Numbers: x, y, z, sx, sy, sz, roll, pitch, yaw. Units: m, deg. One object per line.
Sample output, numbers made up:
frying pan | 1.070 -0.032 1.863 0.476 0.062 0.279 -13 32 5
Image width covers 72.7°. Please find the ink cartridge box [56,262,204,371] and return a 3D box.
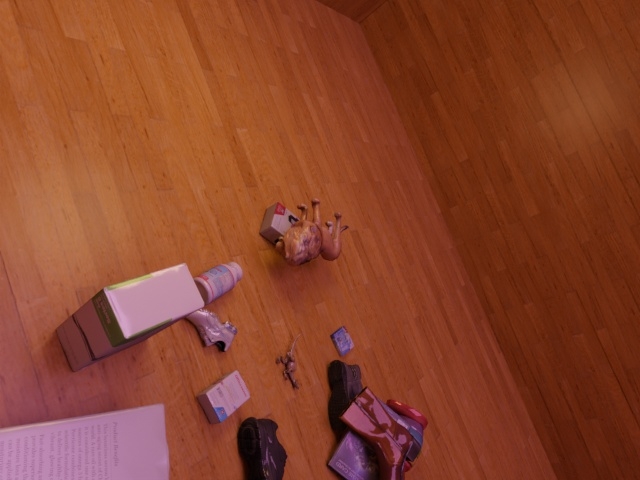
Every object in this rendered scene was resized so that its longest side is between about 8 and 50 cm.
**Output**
ink cartridge box | -0.426 0.171 0.970 0.198 0.272 0.115 -21 83 -54

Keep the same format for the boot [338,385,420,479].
boot | 0.170 0.667 1.413 0.280 0.096 0.264 47 63 -2

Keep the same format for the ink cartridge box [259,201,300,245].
ink cartridge box | -0.131 -0.039 1.635 0.175 0.072 0.128 38 43 -30

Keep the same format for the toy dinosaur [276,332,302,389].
toy dinosaur | -0.101 0.396 1.438 0.092 0.053 0.183 35 50 -56

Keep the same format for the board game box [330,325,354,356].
board game box | 0.085 0.389 1.685 0.090 0.020 0.090 -24 89 -54

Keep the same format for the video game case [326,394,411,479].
video game case | 0.170 0.690 1.472 0.196 0.026 0.274 41 64 -6

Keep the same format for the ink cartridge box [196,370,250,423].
ink cartridge box | -0.265 0.429 1.197 0.122 0.052 0.089 -27 91 -53

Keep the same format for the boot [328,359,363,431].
boot | 0.106 0.557 1.561 0.161 0.083 0.247 32 47 -44

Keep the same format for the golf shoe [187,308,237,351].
golf shoe | -0.316 0.254 1.233 0.176 0.069 0.086 37 49 -30

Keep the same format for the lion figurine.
lion figurine | 0.000 0.000 1.600 0.392 0.142 0.241 20 63 -50

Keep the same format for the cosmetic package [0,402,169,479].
cosmetic package | -0.516 0.450 0.777 0.452 0.161 0.230 12 59 -47

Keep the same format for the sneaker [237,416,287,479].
sneaker | -0.141 0.631 1.189 0.130 0.108 0.287 21 55 -51

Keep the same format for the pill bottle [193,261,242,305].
pill bottle | -0.309 0.123 1.302 0.087 0.087 0.160 61 35 -4

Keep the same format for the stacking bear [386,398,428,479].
stacking bear | 0.275 0.762 1.574 0.176 0.164 0.289 79 32 -44
